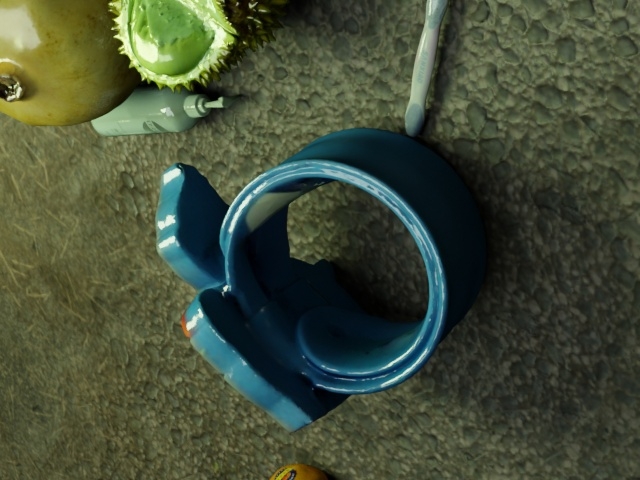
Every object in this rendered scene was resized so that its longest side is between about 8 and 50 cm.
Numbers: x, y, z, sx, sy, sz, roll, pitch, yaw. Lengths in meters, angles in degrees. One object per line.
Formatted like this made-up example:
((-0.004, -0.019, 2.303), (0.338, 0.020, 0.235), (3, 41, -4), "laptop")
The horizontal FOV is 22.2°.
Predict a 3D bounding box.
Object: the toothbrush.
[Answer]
((0.105, -0.205, 1.500), (0.021, 0.027, 0.269), (22, 130, 17), "toothbrush")

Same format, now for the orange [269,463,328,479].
((-0.025, 0.298, 1.879), (0.084, 0.083, 0.083), (22, 127, 33), "orange")

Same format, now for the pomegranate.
((-0.281, -0.231, 1.712), (0.233, 0.233, 0.233), (22, 127, 33), "pomegranate")

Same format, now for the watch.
((0.000, 0.000, 1.594), (0.274, 0.241, 0.305), (-39, 92, 32), "watch")

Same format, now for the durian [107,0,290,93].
((-0.131, -0.276, 1.566), (0.200, 0.176, 0.237), (-13, 117, 29), "durian")

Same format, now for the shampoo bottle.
((-0.171, -0.144, 1.773), (0.195, 0.056, 0.056), (0, 113, 44), "shampoo bottle")
